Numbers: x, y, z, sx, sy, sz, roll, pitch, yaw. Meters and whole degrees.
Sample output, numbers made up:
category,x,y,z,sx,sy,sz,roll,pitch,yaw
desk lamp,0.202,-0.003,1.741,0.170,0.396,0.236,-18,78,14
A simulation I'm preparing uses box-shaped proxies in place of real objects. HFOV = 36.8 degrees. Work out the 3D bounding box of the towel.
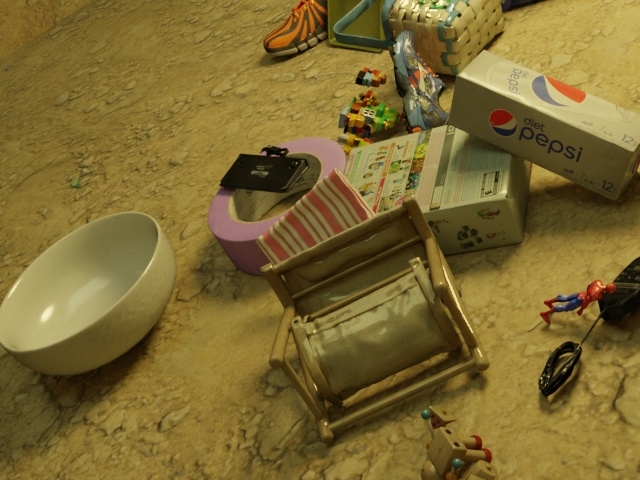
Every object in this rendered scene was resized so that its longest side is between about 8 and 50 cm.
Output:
category,x,y,z,sx,sy,sz,roll,pitch,yaw
towel,0.000,0.000,1.504,0.197,0.144,0.029,-41,-8,26

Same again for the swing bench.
category,x,y,z,sx,sy,sz,roll,pitch,yaw
swing bench,0.067,0.102,1.352,0.253,0.165,0.255,-26,29,9

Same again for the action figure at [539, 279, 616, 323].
category,x,y,z,sx,sy,sz,roll,pitch,yaw
action figure,0.338,0.077,1.253,0.115,0.030,0.038,-35,16,51

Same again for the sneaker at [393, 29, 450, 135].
category,x,y,z,sx,sy,sz,roll,pitch,yaw
sneaker,0.185,-0.287,1.777,0.087,0.083,0.221,-11,75,0

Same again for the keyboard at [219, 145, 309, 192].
category,x,y,z,sx,sy,sz,roll,pitch,yaw
keyboard,-0.096,-0.128,1.732,0.180,0.023,0.108,10,57,43

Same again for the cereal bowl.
category,x,y,z,sx,sy,sz,roll,pitch,yaw
cereal bowl,-0.395,0.111,1.709,0.338,0.141,0.339,-20,35,15

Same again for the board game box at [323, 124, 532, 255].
category,x,y,z,sx,sy,sz,roll,pitch,yaw
board game box,0.177,-0.079,1.551,0.303,0.098,0.224,-10,39,27

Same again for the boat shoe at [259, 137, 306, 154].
category,x,y,z,sx,sy,sz,roll,pitch,yaw
boat shoe,-0.089,-0.148,1.868,0.183,0.066,0.066,-37,35,-9

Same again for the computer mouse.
category,x,y,z,sx,sy,sz,roll,pitch,yaw
computer mouse,0.362,0.110,1.221,0.242,0.041,0.071,-46,12,-9

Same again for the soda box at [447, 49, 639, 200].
category,x,y,z,sx,sy,sz,roll,pitch,yaw
soda box,0.338,-0.176,1.433,0.286,0.098,0.091,28,50,22

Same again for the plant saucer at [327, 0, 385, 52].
category,x,y,z,sx,sy,sz,roll,pitch,yaw
plant saucer,0.089,-0.522,2.132,0.045,0.189,0.188,-17,25,-34

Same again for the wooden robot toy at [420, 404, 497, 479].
category,x,y,z,sx,sy,sz,roll,pitch,yaw
wooden robot toy,0.159,0.276,1.161,0.079,0.076,0.173,-62,29,18

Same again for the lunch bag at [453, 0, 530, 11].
category,x,y,z,sx,sy,sz,roll,pitch,yaw
lunch bag,0.382,-0.651,1.919,0.385,0.328,0.239,-12,34,25

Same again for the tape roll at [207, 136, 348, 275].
category,x,y,z,sx,sy,sz,roll,pitch,yaw
tape roll,-0.062,-0.065,1.723,0.274,0.090,0.275,-21,34,15

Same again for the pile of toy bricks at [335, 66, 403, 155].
category,x,y,z,sx,sy,sz,roll,pitch,yaw
pile of toy bricks,0.105,-0.240,1.822,0.105,0.118,0.212,16,38,8

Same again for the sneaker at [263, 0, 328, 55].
category,x,y,z,sx,sy,sz,roll,pitch,yaw
sneaker,-0.017,-0.574,2.254,0.321,0.180,0.125,-30,34,2

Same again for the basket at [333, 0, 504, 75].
category,x,y,z,sx,sy,sz,roll,pitch,yaw
basket,0.202,-0.457,1.917,0.288,0.201,0.255,16,55,37

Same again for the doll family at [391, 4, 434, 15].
category,x,y,z,sx,sy,sz,roll,pitch,yaw
doll family,0.234,-0.586,2.164,0.163,0.118,0.263,15,73,39
